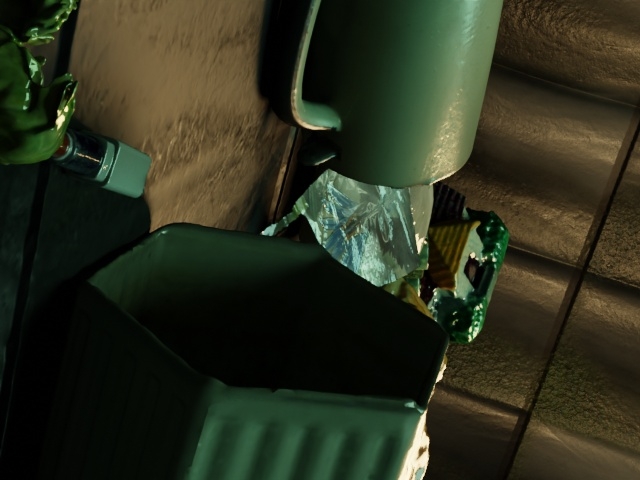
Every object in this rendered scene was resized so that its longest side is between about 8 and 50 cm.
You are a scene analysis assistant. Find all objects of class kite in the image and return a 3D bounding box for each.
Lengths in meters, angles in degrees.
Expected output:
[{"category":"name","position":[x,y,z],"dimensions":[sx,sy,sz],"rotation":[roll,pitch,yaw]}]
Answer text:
[{"category":"kite","position":[-0.002,0.000,0.941],"dimensions":[0.310,0.015,0.169],"rotation":[-31,114,-45]}]

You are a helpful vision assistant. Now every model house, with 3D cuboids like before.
[{"category":"model house","position":[0.165,-0.002,1.703],"dimensions":[0.248,0.230,0.280],"rotation":[56,47,-48]}]

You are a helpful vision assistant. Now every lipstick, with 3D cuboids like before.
[{"category":"lipstick","position":[-0.117,-0.042,0.481],"dimensions":[0.107,0.025,0.025],"rotation":[26,82,-75]}]

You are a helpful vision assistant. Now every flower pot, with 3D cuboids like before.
[{"category":"flower pot","position":[-0.050,0.118,0.615],"dimensions":[0.239,0.209,0.189],"rotation":[-51,159,-69]}]

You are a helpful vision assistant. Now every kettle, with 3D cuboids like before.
[{"category":"kettle","position":[0.054,-0.178,0.837],"dimensions":[0.240,0.165,0.255],"rotation":[-29,146,-31]}]

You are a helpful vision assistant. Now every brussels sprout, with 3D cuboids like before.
[{"category":"brussels sprout","position":[-0.111,-0.071,0.334],"dimensions":[0.058,0.085,0.085],"rotation":[35,71,-49]}]

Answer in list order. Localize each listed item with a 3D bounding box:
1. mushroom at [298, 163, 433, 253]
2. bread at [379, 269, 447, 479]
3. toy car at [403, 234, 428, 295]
[{"category":"mushroom","position":[0.073,-0.114,1.098],"dimensions":[0.159,0.122,0.328],"rotation":[-11,119,-56]},{"category":"bread","position":[0.020,0.232,1.132],"dimensions":[0.314,0.192,0.370],"rotation":[-65,151,-30]},{"category":"toy car","position":[0.073,0.004,1.345],"dimensions":[0.306,0.136,0.125],"rotation":[74,15,-76]}]
